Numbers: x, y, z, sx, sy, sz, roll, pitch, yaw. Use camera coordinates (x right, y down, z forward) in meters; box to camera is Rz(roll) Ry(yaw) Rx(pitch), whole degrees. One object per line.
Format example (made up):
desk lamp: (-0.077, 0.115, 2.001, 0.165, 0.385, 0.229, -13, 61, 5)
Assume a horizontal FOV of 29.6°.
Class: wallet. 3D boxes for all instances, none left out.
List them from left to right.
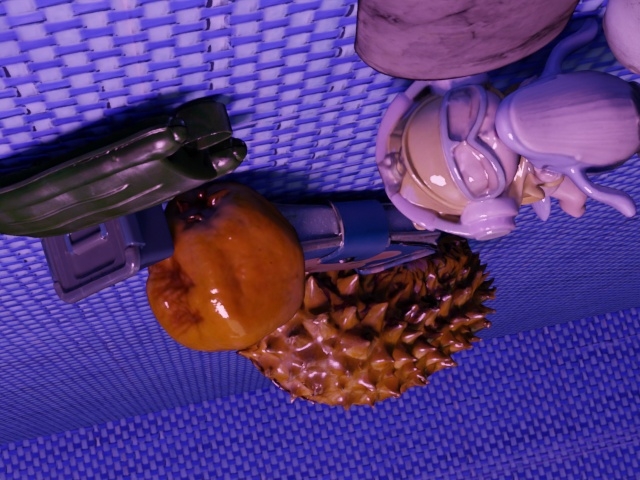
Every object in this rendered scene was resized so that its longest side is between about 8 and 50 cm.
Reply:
wallet: (0.000, -0.001, 1.114, 0.202, 0.059, 0.141, -2, 170, -40)

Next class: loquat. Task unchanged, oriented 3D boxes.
loquat: (-0.075, 0.019, 0.951, 0.137, 0.137, 0.113, -13, -156, 2)

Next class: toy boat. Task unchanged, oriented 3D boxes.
toy boat: (-0.148, -0.038, 0.786, 0.210, 0.052, 0.104, -17, 170, 24)

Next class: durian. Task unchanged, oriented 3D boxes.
durian: (0.064, 0.071, 1.292, 0.341, 0.191, 0.112, -6, 140, -28)

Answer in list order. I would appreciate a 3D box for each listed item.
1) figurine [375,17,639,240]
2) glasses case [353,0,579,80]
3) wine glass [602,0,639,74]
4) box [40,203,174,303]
figurine: (0.130, -0.063, 0.799, 0.183, 0.129, 0.208, -12, 173, 7)
glasses case: (0.070, -0.143, 0.489, 0.114, 0.060, 0.299, -13, 169, -2)
wine glass: (0.185, -0.137, 0.631, 0.072, 0.072, 0.155, -15, 169, 10)
box: (-0.158, -0.002, 0.904, 0.099, 0.074, 0.054, -22, 175, 39)
